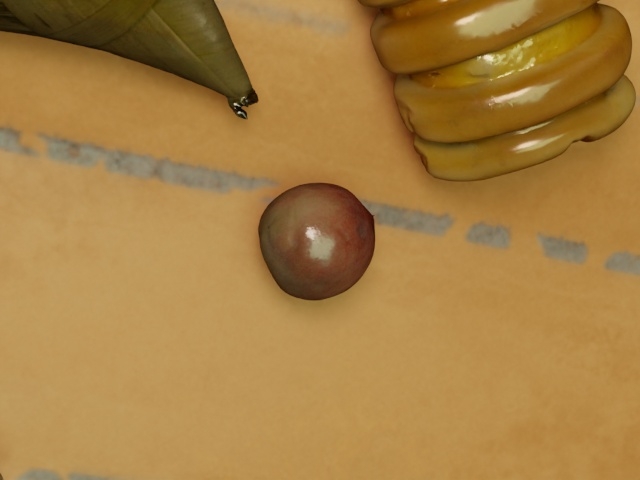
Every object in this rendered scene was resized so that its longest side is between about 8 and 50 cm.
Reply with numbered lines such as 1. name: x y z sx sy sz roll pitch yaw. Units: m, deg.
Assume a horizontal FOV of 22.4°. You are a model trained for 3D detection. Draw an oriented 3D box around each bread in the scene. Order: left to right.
1. bread: 0.102 -0.196 1.082 0.173 0.121 0.311 -25 104 -10

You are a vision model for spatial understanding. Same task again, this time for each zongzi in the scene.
1. zongzi: -0.182 -0.149 1.025 0.228 0.115 0.256 -28 116 -6

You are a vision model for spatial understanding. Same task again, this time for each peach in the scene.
1. peach: -0.002 0.000 1.105 0.083 0.083 0.083 -3 100 -15

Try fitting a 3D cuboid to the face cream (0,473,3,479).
1. face cream: -0.337 0.082 1.027 0.139 0.067 0.285 -33 104 -1
